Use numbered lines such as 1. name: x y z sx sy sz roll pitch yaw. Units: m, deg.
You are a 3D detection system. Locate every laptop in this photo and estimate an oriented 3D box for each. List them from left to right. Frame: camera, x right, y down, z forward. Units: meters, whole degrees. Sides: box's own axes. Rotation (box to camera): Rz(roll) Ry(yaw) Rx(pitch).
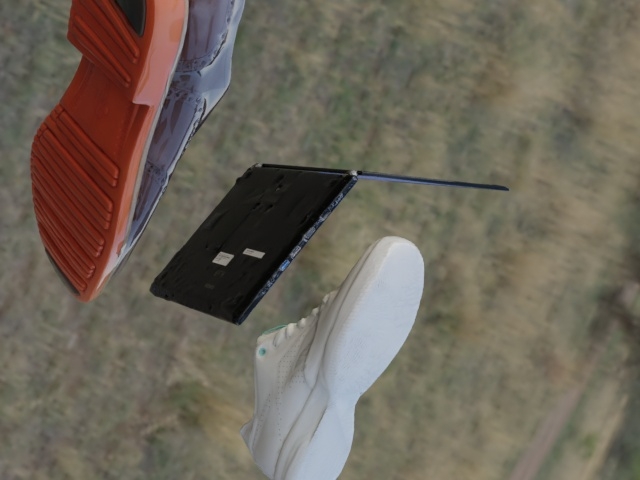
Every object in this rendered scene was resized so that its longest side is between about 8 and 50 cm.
1. laptop: 0.000 0.000 1.270 0.264 0.136 0.234 -51 -158 -13

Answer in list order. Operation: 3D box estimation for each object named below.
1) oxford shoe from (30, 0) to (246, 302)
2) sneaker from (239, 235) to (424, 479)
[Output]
1. oxford shoe: -0.103 -0.067 0.805 0.098 0.097 0.271 -19 149 -39
2. sneaker: -0.004 0.079 0.963 0.080 0.094 0.212 3 118 -50
